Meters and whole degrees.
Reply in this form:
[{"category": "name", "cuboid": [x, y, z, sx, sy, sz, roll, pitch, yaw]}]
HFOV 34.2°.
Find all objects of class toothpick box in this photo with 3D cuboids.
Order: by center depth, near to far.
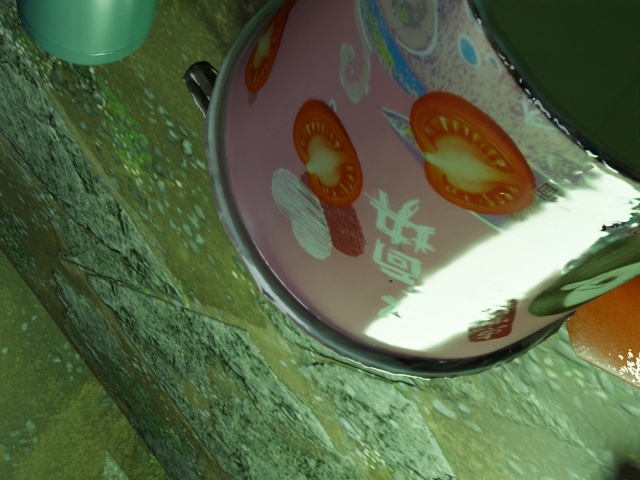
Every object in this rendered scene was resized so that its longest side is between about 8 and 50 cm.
[{"category": "toothpick box", "cuboid": [-0.188, -0.237, 0.853, 0.120, 0.120, 0.184, 46, 154, 6]}]

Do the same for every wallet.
[{"category": "wallet", "cuboid": [0.248, 0.067, 0.656, 0.204, 0.045, 0.142, 28, 151, 41]}]

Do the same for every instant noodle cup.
[{"category": "instant noodle cup", "cuboid": [0.091, -0.071, 0.476, 0.243, 0.243, 0.231, 49, 155, -2]}]

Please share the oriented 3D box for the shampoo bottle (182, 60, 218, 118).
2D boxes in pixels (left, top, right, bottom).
[{"category": "shampoo bottle", "cuboid": [-0.015, -0.098, 0.823, 0.284, 0.071, 0.153, 10, 135, 53]}]
